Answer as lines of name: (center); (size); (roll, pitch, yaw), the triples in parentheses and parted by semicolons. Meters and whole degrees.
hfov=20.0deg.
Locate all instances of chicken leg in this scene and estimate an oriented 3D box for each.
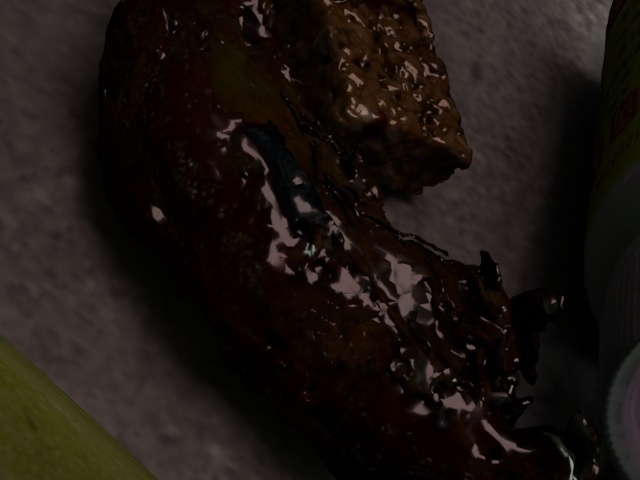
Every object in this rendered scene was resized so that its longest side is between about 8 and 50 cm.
chicken leg: (0.000, 0.000, 0.539); (0.234, 0.063, 0.105); (48, 34, 6)

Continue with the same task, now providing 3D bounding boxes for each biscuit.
biscuit: (0.003, -0.105, 0.657); (0.064, 0.034, 0.199); (14, 47, -33)

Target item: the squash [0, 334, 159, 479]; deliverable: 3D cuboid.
squash: (-0.084, 0.068, 0.399); (0.224, 0.094, 0.094); (47, 38, 14)

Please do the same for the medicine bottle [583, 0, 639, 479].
medicine bottle: (0.164, -0.016, 0.636); (0.139, 0.139, 0.225); (32, 40, -16)
